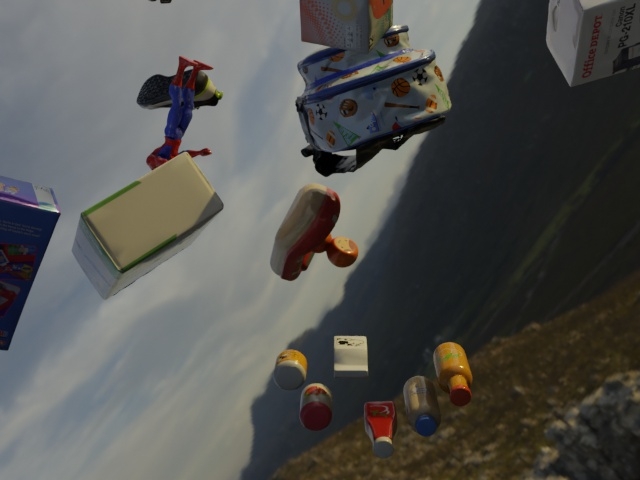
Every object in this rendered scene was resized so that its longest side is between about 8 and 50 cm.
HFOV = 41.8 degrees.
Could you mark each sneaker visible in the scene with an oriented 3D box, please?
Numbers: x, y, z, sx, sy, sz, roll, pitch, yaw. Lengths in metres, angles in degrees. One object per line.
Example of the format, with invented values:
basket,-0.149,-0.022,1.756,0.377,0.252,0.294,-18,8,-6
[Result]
sneaker,-0.313,-0.315,1.866,0.097,0.235,0.084,38,-115,-43

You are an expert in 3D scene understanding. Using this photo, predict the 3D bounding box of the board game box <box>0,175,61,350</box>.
board game box,-0.549,0.007,1.089,0.233,0.347,0.078,-63,36,18

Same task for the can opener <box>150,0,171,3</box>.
can opener,-0.346,-0.597,1.771,0.059,0.073,0.186,-139,49,-66

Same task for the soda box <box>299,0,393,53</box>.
soda box,0.019,-0.237,0.633,0.058,0.063,0.183,-55,-28,-43

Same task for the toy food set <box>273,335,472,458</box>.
toy food set,0.059,0.185,0.988,0.104,0.232,0.111,-87,-2,-72

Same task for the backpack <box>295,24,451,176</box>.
backpack,0.087,-0.238,1.370,0.277,0.213,0.263,-26,18,-3

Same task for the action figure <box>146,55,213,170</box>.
action figure,-0.269,-0.218,1.716,0.091,0.139,0.280,-5,-60,-63

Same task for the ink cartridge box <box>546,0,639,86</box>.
ink cartridge box,0.459,-0.336,1.204,0.237,0.100,0.172,-16,-30,2

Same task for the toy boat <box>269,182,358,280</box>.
toy boat,0.000,0.000,1.559,0.231,0.151,0.151,110,-174,-66

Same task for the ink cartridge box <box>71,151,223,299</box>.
ink cartridge box,-0.302,-0.017,1.425,0.201,0.117,0.278,-35,1,-23
